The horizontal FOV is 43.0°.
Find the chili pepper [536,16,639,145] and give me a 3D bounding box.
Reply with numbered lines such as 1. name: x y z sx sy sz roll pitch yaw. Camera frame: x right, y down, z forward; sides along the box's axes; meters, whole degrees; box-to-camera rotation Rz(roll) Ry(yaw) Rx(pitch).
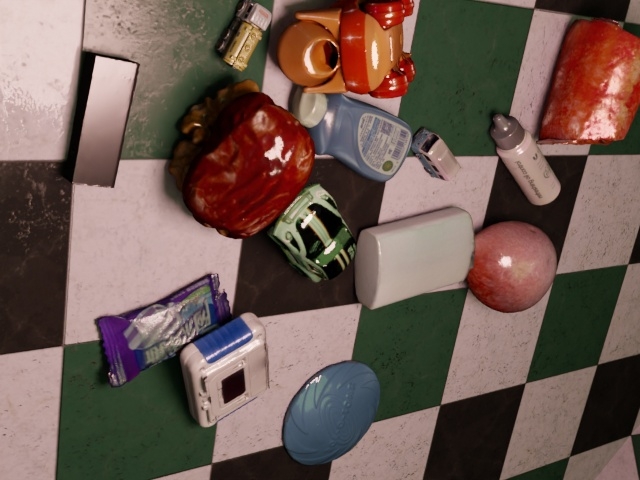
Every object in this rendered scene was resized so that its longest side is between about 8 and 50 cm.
1. chili pepper: 0.664 -0.352 1.927 0.229 0.251 0.305 8 100 -34

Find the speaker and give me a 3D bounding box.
1. speaker: -0.366 -0.199 1.360 0.082 0.044 0.218 2 110 -38

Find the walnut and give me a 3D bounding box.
1. walnut: -0.151 -0.139 1.458 0.244 0.222 0.269 37 96 -10

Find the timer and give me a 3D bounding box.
1. timer: -0.186 0.272 1.653 0.178 0.078 0.253 -30 146 -24

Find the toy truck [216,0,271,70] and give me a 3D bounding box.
1. toy truck: -0.134 -0.363 1.444 0.052 0.063 0.123 26 94 -41

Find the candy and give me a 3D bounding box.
1. candy: -0.297 0.171 1.577 0.275 0.070 0.145 -21 114 -26

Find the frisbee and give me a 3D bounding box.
1. frisbee: 0.040 0.426 1.963 0.289 0.049 0.289 -16 120 -30

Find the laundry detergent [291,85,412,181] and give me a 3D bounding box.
1. laundry detergent: 0.052 -0.224 1.642 0.290 0.094 0.143 21 101 -38

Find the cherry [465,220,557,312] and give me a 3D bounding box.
1. cherry: 0.464 0.064 2.002 0.239 0.206 0.239 -36 153 -22

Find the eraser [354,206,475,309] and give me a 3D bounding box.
1. eraser: 0.221 0.038 1.880 0.290 0.104 0.189 -13 123 -32

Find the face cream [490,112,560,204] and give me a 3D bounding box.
1. face cream: 0.490 -0.206 1.978 0.092 0.092 0.311 -50 131 -7

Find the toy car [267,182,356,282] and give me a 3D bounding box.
1. toy car: 0.000 0.000 1.624 0.136 0.125 0.306 -49 161 -8

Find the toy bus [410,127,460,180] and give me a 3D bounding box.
1. toy bus: 0.258 -0.189 1.819 0.060 0.075 0.123 -50 132 -7

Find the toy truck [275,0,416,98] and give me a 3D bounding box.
1. toy truck: 0.051 -0.368 1.525 0.265 0.239 0.189 -59 147 -61
